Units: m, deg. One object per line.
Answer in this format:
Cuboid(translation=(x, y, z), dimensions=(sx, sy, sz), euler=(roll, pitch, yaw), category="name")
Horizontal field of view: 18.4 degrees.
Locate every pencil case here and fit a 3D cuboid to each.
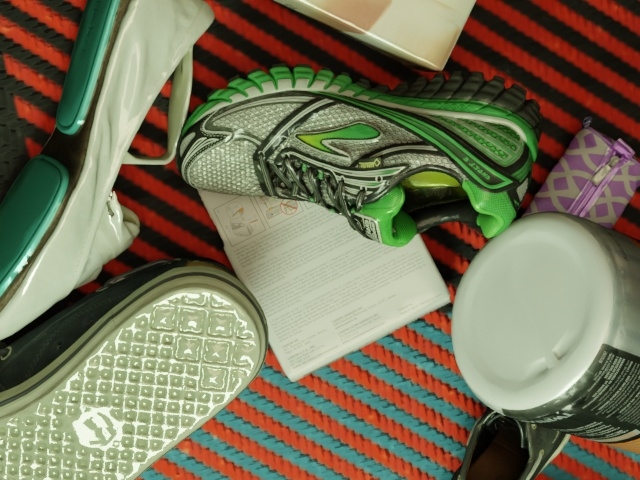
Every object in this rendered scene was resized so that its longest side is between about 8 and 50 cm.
Cuboid(translation=(0.241, -0.014, 1.944), dimensions=(0.086, 0.088, 0.206), euler=(32, 94, -10), category="pencil case")

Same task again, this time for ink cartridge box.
Cuboid(translation=(0.000, 0.000, 1.945), dimensions=(0.181, 0.056, 0.224), euler=(-27, 82, -3), category="ink cartridge box")

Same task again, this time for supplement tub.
Cuboid(translation=(0.288, 0.098, 1.859), dimensions=(0.316, 0.193, 0.193), euler=(19, 96, -44), category="supplement tub")

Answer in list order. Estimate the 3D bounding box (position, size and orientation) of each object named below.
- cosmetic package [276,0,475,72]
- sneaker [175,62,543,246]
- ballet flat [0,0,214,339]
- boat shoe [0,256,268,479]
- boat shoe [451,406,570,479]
Cuboid(translation=(-0.003, -0.276, 1.844), dimensions=(0.296, 0.153, 0.129), euler=(26, 93, -9), category="cosmetic package")
Cuboid(translation=(0.026, -0.073, 1.820), dimensions=(0.343, 0.134, 0.146), euler=(0, 56, 17), category="sneaker")
Cuboid(translation=(-0.208, -0.069, 1.868), dimensions=(0.139, 0.139, 0.400), euler=(23, 94, -10), category="ballet flat")
Cuboid(translation=(-0.261, 0.179, 1.880), dimensions=(0.500, 0.156, 0.187), euler=(-36, 106, 11), category="boat shoe")
Cuboid(translation=(0.197, 0.181, 1.931), dimensions=(0.084, 0.079, 0.233), euler=(27, 63, 15), category="boat shoe")
